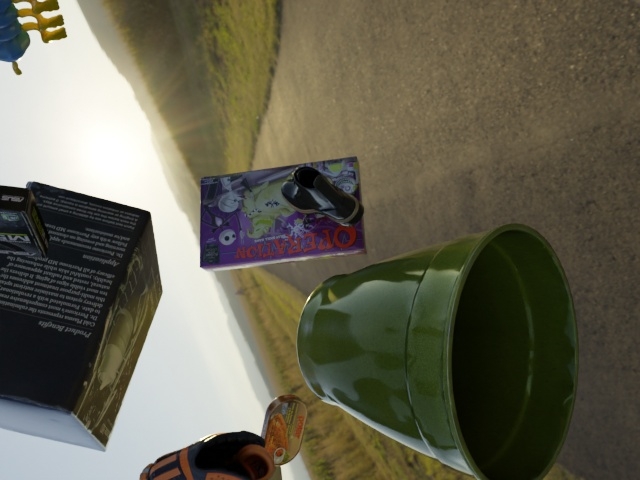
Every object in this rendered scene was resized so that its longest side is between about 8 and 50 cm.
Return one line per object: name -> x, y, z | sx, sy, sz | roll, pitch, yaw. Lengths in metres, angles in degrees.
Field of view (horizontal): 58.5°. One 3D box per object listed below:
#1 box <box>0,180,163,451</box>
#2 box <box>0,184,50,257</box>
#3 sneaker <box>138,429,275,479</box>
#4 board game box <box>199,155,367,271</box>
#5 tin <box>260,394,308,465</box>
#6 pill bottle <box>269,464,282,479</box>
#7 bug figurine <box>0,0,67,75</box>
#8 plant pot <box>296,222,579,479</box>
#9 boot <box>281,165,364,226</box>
box -> -0.599, 0.202, 1.366 | 0.480, 0.298, 0.471 | 110, 174, -60
box -> -0.501, -0.030, 0.811 | 0.184, 0.191, 0.045 | 127, 146, -61
sneaker -> -0.124, 0.426, 0.942 | 0.321, 0.180, 0.124 | 44, -159, -36
board game box -> -0.084, -0.054, 1.198 | 0.056, 0.347, 0.208 | 48, -144, -73
tin -> -0.093, 0.470, 1.417 | 0.040, 0.106, 0.189 | -139, 60, -63
pill bottle -> -0.147, 0.651, 1.142 | 0.204, 0.204, 0.360 | 88, 175, -67
bug figurine -> -0.331, -0.164, 0.395 | 0.072, 0.279, 0.216 | 49, 150, 15
plant pot -> 0.160, 0.166, 0.913 | 0.353, 0.366, 0.366 | -4, 113, 46
boot -> -0.027, -0.101, 1.024 | 0.198, 0.076, 0.137 | 18, 167, 42
